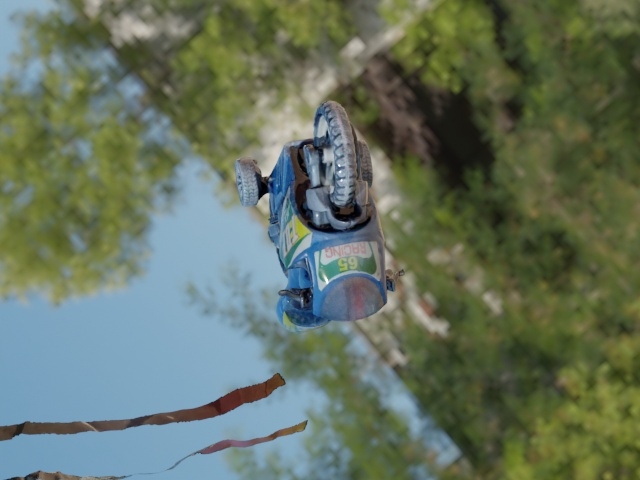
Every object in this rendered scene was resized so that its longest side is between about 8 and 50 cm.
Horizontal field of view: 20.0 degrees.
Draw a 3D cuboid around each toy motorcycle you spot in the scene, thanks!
[{"bbox_3d":[0.000,0.000,1.224,0.254,0.092,0.135,125,136,-73],"label":"toy motorcycle"}]

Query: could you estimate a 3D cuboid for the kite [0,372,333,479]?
[{"bbox_3d":[-0.177,0.112,0.776,0.204,0.360,0.022,-125,31,-69],"label":"kite"}]
